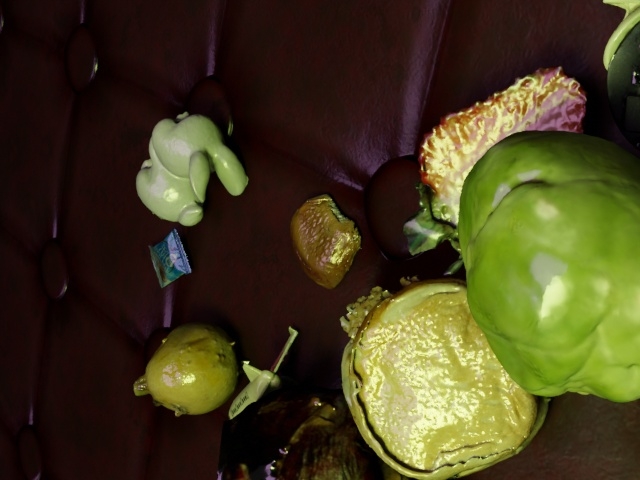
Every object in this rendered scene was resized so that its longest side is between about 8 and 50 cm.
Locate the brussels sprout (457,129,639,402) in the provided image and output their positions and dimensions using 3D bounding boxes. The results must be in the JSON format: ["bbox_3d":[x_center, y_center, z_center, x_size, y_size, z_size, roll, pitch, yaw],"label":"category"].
[{"bbox_3d":[0.262,0.040,0.911,0.317,0.242,0.274,64,173,-16],"label":"brussels sprout"}]

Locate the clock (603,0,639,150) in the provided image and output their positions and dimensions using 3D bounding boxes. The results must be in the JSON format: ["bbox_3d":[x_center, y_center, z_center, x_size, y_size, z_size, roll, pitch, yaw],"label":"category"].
[{"bbox_3d":[0.443,-0.190,0.832,0.379,0.120,0.277,11,107,47],"label":"clock"}]

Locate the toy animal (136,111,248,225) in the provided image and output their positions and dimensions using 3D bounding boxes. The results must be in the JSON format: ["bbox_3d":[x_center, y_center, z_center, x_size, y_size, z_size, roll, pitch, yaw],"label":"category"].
[{"bbox_3d":[-0.232,-0.119,1.563,0.193,0.127,0.179,-38,68,41],"label":"toy animal"}]

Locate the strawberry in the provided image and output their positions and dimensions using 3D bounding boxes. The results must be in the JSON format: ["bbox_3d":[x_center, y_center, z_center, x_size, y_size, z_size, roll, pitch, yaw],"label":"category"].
[{"bbox_3d":[0.220,-0.087,1.095,0.188,0.106,0.286,45,113,9],"label":"strawberry"}]

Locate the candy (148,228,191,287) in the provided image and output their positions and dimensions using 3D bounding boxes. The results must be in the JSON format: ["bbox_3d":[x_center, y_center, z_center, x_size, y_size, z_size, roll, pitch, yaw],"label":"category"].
[{"bbox_3d":[-0.290,0.036,1.706,0.136,0.038,0.088,-25,88,53],"label":"candy"}]

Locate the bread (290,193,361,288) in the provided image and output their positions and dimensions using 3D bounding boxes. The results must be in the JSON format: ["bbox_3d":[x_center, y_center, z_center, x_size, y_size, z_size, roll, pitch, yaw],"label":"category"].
[{"bbox_3d":[0.000,0.000,1.380,0.129,0.044,0.126,55,128,34],"label":"bread"}]

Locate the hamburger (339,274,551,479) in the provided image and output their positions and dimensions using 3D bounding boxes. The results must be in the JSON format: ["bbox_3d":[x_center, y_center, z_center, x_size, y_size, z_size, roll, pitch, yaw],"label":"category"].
[{"bbox_3d":[0.140,0.167,1.104,0.286,0.146,0.243,26,84,13],"label":"hamburger"}]

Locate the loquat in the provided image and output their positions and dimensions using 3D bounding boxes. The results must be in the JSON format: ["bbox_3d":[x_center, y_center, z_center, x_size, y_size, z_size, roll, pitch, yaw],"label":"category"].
[{"bbox_3d":[-0.227,0.226,1.548,0.172,0.204,0.149,-122,9,-66],"label":"loquat"}]

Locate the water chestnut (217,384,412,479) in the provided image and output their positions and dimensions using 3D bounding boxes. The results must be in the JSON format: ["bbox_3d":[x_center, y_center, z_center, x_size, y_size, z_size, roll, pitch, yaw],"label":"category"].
[{"bbox_3d":[0.024,0.364,1.204,0.346,0.335,0.335,1,95,13],"label":"water chestnut"}]

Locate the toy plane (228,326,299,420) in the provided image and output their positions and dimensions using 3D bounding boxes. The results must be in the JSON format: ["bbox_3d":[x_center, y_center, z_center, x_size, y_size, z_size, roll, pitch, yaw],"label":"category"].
[{"bbox_3d":[-0.097,0.262,1.427,0.104,0.242,0.256,22,146,9],"label":"toy plane"}]
